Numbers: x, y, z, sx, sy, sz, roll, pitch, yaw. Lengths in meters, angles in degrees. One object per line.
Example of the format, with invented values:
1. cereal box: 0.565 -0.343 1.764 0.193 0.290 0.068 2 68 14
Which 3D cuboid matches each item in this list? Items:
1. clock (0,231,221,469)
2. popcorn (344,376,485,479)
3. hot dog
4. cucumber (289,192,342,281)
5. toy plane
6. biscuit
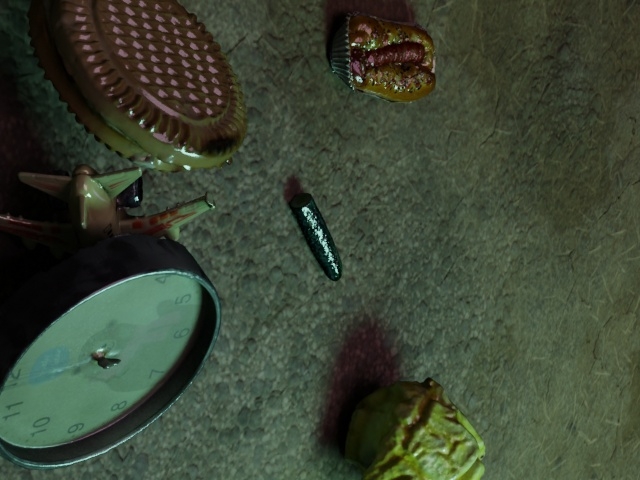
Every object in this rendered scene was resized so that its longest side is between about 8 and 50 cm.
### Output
1. clock: -0.224 0.115 1.568 0.280 0.055 0.280 -29 147 -21
2. popcorn: 0.121 0.277 2.054 0.167 0.187 0.185 -38 144 4
3. hot dog: 0.084 -0.231 1.997 0.191 0.059 0.108 2 91 -49
4. cucumber: 0.000 0.000 1.953 0.032 0.032 0.133 -51 132 -32
5. toy plane: -0.223 -0.014 1.582 0.256 0.242 0.104 90 -4 -74
6. biscuit: -0.177 -0.172 1.562 0.259 0.079 0.259 36 32 -27
